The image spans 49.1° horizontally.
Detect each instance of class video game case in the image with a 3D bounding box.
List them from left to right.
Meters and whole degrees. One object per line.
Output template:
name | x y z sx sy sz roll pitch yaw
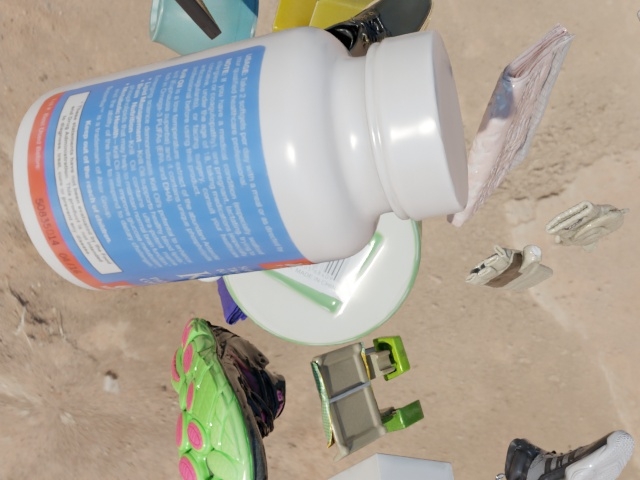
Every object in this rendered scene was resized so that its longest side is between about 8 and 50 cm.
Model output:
video game case | -0.320 -0.561 1.397 0.035 0.275 0.248 -34 65 8

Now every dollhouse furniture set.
dollhouse furniture set | 0.052 0.319 1.428 0.301 0.151 0.198 -6 77 -52

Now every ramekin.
ramekin | 0.000 0.000 0.985 0.303 0.148 0.304 0 102 1

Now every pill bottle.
pill bottle | -0.038 -0.044 0.380 0.221 0.124 0.124 -8 77 20

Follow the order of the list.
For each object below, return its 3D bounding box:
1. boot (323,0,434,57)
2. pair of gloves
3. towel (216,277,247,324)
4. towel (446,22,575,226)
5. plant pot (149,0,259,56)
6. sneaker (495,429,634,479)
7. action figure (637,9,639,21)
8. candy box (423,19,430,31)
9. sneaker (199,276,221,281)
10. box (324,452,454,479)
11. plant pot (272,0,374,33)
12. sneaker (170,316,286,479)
boot | 0.060 -0.240 0.807 0.198 0.137 0.077 -41 92 -3
pair of gloves | 0.347 0.010 1.084 0.204 0.240 0.042 6 54 -46
towel | -0.217 0.039 1.856 0.076 0.228 0.308 4 50 -31
towel | 0.370 -0.222 1.358 0.053 0.332 0.317 30 46 20
plant pot | -0.336 -0.623 1.956 0.255 0.271 0.272 7 75 -24
sneaker | 0.452 0.419 1.334 0.268 0.153 0.101 -45 128 10
action figure | 0.348 -0.236 0.605 0.276 0.164 0.141 55 25 -13
candy box | 0.128 -0.440 1.594 0.182 0.316 0.088 -25 86 -4
sneaker | -0.132 -0.055 0.850 0.080 0.081 0.211 5 85 -11
box | 0.121 0.624 1.586 0.214 0.345 0.168 17 50 -28
plant pot | 0.038 -0.394 1.267 0.187 0.212 0.212 3 50 -18
sneaker | -0.142 0.274 1.213 0.202 0.483 0.185 15 107 -19
